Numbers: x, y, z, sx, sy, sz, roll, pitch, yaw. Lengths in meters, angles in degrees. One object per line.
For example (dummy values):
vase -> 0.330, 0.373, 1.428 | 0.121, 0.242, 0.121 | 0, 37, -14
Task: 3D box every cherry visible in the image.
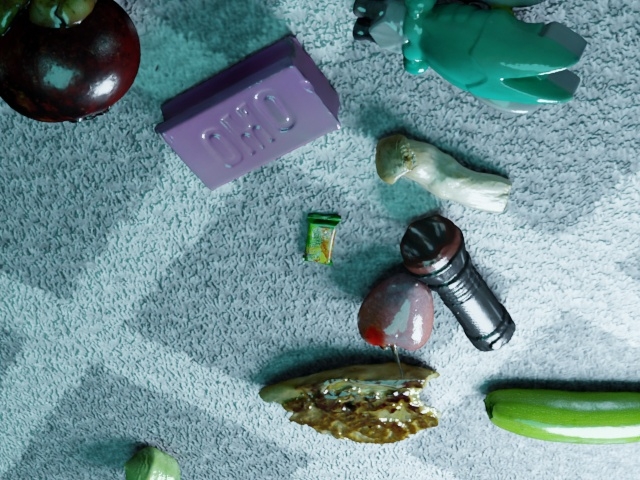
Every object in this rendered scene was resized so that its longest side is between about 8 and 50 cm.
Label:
cherry -> 0.112, 0.103, 1.715 | 0.106, 0.087, 0.126 | 30, 109, -15

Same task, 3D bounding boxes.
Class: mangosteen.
mangosteen -> -0.297, -0.227, 1.377 | 0.200, 0.200, 0.200 | 1, 133, 2

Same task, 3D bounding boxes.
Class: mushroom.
mushroom -> 0.162, -0.079, 1.570 | 0.202, 0.054, 0.059 | 21, 129, -22

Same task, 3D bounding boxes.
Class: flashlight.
flashlight -> 0.192, 0.064, 1.681 | 0.093, 0.093, 0.232 | -21, 134, 20

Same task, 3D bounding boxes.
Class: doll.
doll -> 0.177, -0.245, 1.369 | 0.258, 0.153, 0.195 | 34, 146, -5

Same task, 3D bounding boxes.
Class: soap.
soap -> -0.086, -0.153, 1.501 | 0.203, 0.065, 0.122 | -25, 127, 24

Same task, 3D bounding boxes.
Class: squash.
squash -> 0.393, 0.267, 1.854 | 0.292, 0.082, 0.082 | 2, 133, 1

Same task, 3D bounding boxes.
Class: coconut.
coconut -> -0.276, 0.378, 1.990 | 0.096, 0.088, 0.088 | 21, 130, -23

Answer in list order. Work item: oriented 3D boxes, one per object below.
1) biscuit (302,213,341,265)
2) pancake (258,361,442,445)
biscuit -> 0.000, 0.000, 1.671 | 0.046, 0.016, 0.089 | 6, 133, -3
pancake -> 0.066, 0.235, 1.861 | 0.257, 0.056, 0.212 | 21, 138, -25
